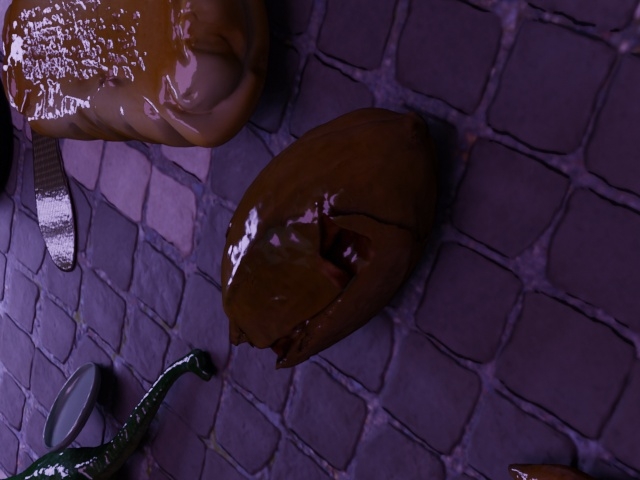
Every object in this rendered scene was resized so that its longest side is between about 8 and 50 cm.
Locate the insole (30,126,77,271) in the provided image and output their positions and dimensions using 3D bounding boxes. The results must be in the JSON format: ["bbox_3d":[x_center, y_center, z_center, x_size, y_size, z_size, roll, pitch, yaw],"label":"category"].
[{"bbox_3d":[-0.326,-0.086,0.942,0.086,0.005,0.253,-2,97,41],"label":"insole"}]

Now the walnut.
[{"bbox_3d":[0.000,0.000,0.592,0.245,0.137,0.137,-48,67,33],"label":"walnut"}]

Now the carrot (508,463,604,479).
[{"bbox_3d":[0.203,0.185,0.492,0.205,0.072,0.072,23,113,44],"label":"carrot"}]

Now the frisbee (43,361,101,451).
[{"bbox_3d":[-0.287,0.193,0.918,0.110,0.014,0.110,-39,32,31],"label":"frisbee"}]

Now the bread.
[{"bbox_3d":[-0.171,-0.174,0.708,0.311,0.121,0.172,10,102,40],"label":"bread"}]

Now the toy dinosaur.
[{"bbox_3d":[-0.294,0.239,0.926,0.447,0.087,0.300,7,104,34],"label":"toy dinosaur"}]

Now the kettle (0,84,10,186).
[{"bbox_3d":[-0.573,-0.108,0.955,0.203,0.308,0.262,45,124,27],"label":"kettle"}]
